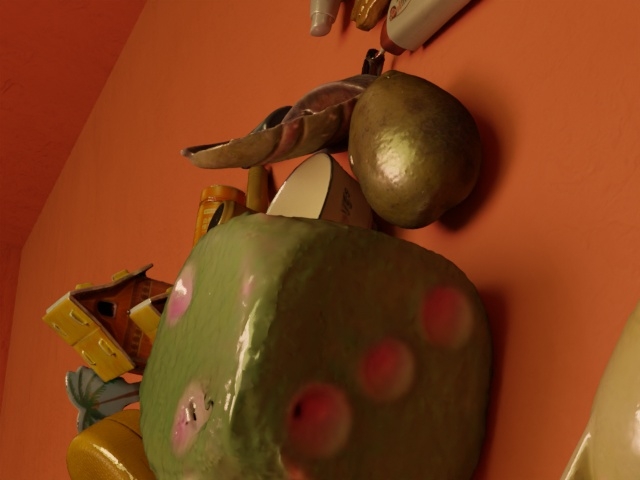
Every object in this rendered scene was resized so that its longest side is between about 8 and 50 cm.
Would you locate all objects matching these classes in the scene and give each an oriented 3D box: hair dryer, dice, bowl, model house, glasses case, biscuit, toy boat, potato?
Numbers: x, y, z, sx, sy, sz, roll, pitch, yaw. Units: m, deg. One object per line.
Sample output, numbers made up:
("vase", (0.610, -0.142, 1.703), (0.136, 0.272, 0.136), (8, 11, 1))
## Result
("hair dryer", (-0.128, -0.060, 1.743), (0.090, 0.135, 0.278), (-56, 20, 28))
("dice", (-0.010, 0.164, 1.126), (0.318, 0.322, 0.330), (-14, 60, 60))
("bowl", (0.000, 0.000, 1.415), (0.237, 0.126, 0.237), (-52, 22, 30))
("model house", (-0.324, 0.204, 1.711), (0.300, 0.324, 0.340), (-29, 48, 55))
("glasses case", (-0.218, 0.406, 1.420), (0.371, 0.141, 0.173), (48, 134, 19))
("biscuit", (0.099, -0.453, 1.594), (0.184, 0.035, 0.249), (-55, 19, 39))
("toy boat", (-0.014, -0.171, 1.449), (0.276, 0.293, 0.111), (-16, 99, 35))
("potato", (0.118, -0.130, 1.268), (0.174, 0.159, 0.251), (-34, 50, 12))

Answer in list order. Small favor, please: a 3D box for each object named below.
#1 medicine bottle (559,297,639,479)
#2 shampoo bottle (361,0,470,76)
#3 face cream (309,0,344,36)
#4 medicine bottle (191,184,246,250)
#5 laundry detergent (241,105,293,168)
("medicine bottle", (0.315, 0.100, 0.628), (0.406, 0.236, 0.236), (-66, 26, 10))
("shampoo bottle", (0.151, -0.347, 1.439), (0.284, 0.071, 0.153), (-47, 31, 44))
("face cream", (0.019, -0.490, 1.756), (0.101, 0.101, 0.251), (-23, 54, 57))
("medicine bottle", (-0.199, -0.003, 1.866), (0.096, 0.096, 0.191), (-33, 45, 52))
("laundry detergent", (-0.114, -0.191, 1.845), (0.096, 0.061, 0.206), (-48, 11, -31))
